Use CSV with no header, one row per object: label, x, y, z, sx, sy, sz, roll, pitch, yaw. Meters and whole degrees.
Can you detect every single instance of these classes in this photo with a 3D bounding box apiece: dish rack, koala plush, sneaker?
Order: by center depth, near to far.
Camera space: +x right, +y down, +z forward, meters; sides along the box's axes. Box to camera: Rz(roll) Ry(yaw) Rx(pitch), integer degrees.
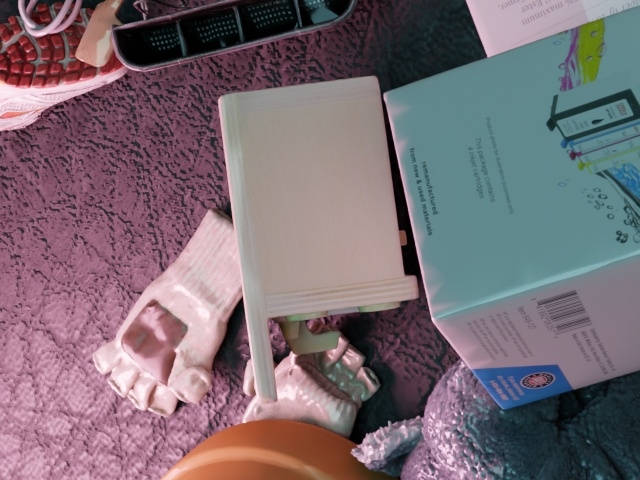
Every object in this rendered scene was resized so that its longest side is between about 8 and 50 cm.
koala plush,0.130,0.161,1.047,0.196,0.203,0.221,38,140,-3
dish rack,-0.085,-0.286,1.147,0.208,0.074,0.271,-12,87,11
sneaker,-0.277,-0.155,1.285,0.225,0.093,0.088,-10,68,14

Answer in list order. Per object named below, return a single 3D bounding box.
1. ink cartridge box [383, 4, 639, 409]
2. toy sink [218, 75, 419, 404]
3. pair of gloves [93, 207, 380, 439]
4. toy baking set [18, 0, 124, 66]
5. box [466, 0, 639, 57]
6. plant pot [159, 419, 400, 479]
ink cartridge box,0.185,-0.024,0.867,0.233,0.171,0.168,-18,59,13
toy sink,0.000,0.000,1.088,0.131,0.153,0.234,-7,89,-2
pair of gloves,-0.076,0.119,1.220,0.240,0.042,0.204,47,113,15
toy baking set,-0.213,-0.288,1.234,0.197,0.030,0.256,-37,78,7
box,0.192,-0.286,0.973,0.215,0.168,0.345,-23,83,27
plant pot,-0.062,0.313,1.118,0.291,0.203,0.291,6,104,26
